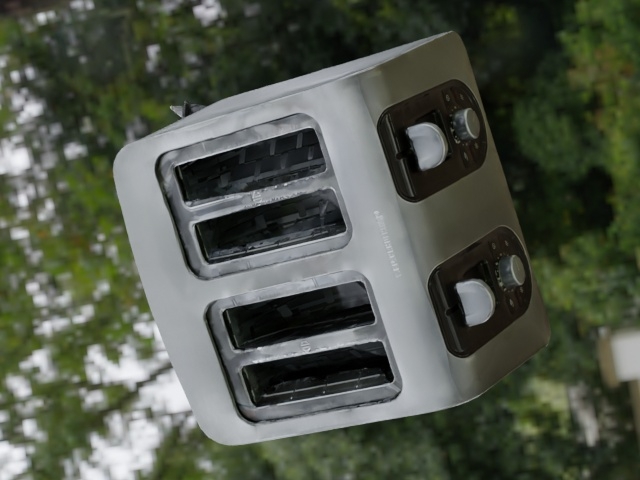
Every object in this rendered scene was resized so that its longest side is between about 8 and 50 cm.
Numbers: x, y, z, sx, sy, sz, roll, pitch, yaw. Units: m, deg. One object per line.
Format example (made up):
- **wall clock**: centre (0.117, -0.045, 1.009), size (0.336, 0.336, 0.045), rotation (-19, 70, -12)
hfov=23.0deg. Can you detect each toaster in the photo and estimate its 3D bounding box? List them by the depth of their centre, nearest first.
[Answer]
- **toaster**: centre (0.000, 0.000, 0.780), size (0.110, 0.185, 0.168), rotation (-29, -76, -59)
